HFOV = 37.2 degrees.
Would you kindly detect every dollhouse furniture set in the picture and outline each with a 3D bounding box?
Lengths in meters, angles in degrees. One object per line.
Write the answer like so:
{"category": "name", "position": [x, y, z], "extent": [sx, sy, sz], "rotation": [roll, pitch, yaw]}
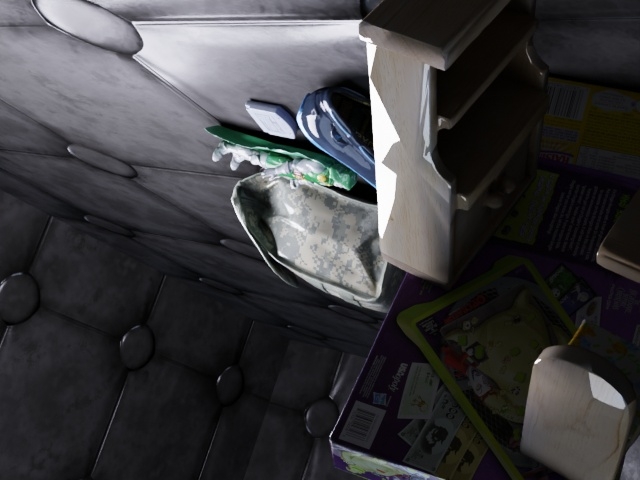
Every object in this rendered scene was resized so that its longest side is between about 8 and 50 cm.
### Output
{"category": "dollhouse furniture set", "position": [0.243, -0.039, 0.666], "extent": [0.394, 0.362, 0.257], "rotation": [26, 148, 26]}

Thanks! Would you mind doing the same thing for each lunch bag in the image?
{"category": "lunch bag", "position": [0.000, 0.000, 1.544], "extent": [0.286, 0.169, 0.235], "rotation": [21, 174, 13]}

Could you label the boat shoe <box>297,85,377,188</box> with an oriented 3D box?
{"category": "boat shoe", "position": [0.094, -0.099, 1.138], "extent": [0.258, 0.109, 0.089], "rotation": [21, 164, -18]}

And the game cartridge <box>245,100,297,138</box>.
{"category": "game cartridge", "position": [-0.063, -0.163, 1.289], "extent": [0.056, 0.017, 0.083], "rotation": [17, 168, 21]}

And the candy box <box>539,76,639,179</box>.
{"category": "candy box", "position": [0.275, -0.092, 0.906], "extent": [0.205, 0.105, 0.027], "rotation": [15, 174, 19]}

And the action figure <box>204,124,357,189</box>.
{"category": "action figure", "position": [-0.046, -0.110, 1.379], "extent": [0.232, 0.064, 0.137], "rotation": [14, 178, 33]}

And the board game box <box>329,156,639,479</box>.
{"category": "board game box", "position": [0.168, 0.066, 0.786], "extent": [0.208, 0.347, 0.056], "rotation": [13, 141, 22]}
